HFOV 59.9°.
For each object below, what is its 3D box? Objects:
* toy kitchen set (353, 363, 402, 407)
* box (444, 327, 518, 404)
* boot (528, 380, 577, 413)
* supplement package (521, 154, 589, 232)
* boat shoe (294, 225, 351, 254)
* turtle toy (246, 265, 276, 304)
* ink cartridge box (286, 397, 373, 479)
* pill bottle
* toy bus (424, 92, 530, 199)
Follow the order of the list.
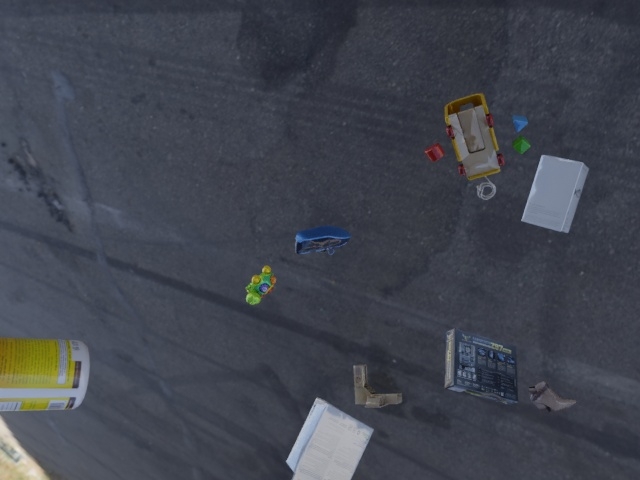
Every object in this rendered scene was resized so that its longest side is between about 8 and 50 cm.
[{"bbox_3d":[0.102,0.273,1.046,0.083,0.068,0.075,-7,79,23],"label":"toy kitchen set"},{"bbox_3d":[0.495,0.389,1.709,0.232,0.183,0.059,17,150,-15],"label":"box"},{"bbox_3d":[0.660,0.445,1.594,0.118,0.042,0.087,-32,76,33],"label":"boot"},{"bbox_3d":[0.610,-0.119,1.442,0.105,0.105,0.179,19,99,33],"label":"supplement package"},{"bbox_3d":[0.000,0.000,2.127,0.109,0.258,0.089,47,128,43],"label":"boat shoe"},{"bbox_3d":[-0.184,0.143,1.698,0.066,0.130,0.095,42,146,6],"label":"turtle toy"},{"bbox_3d":[0.016,0.524,1.349,0.045,0.224,0.223,9,155,44],"label":"ink cartridge box"},{"bbox_3d":[-0.502,0.218,0.909,0.215,0.117,0.117,10,155,-34],"label":"pill bottle"},{"bbox_3d":[0.348,-0.226,1.246,0.191,0.104,0.202,24,126,-6],"label":"toy bus"}]
